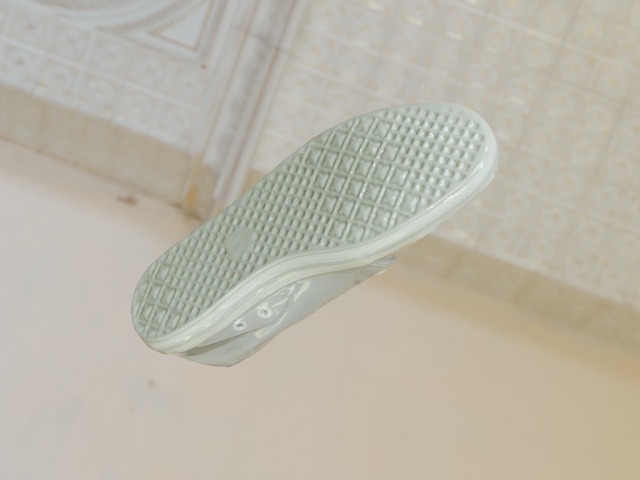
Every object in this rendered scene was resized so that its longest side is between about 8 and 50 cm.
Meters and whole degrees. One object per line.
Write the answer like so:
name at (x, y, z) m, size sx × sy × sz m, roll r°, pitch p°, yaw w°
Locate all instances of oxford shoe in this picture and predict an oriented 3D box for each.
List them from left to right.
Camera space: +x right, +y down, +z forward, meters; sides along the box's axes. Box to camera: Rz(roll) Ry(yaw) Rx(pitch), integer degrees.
oxford shoe at (0.000, 0.000, 1.456) m, size 0.449 × 0.130 × 0.169 m, roll -32°, pitch -131°, yaw 22°
